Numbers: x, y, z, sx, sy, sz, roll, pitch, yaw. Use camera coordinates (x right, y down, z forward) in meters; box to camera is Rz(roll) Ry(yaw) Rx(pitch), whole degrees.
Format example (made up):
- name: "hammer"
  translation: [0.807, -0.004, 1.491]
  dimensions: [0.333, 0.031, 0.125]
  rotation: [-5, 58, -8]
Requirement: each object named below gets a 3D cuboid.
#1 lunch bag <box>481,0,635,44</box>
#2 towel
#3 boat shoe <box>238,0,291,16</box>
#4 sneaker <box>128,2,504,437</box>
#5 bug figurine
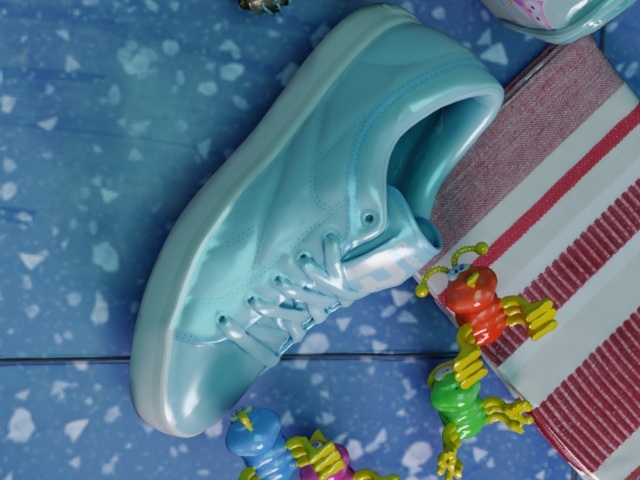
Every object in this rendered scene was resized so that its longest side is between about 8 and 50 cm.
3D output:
- name: "lunch bag"
  translation: [0.228, -0.269, 1.140]
  dimensions: [0.279, 0.224, 0.108]
  rotation: [-43, 103, 1]
- name: "towel"
  translation: [0.221, 0.023, 1.276]
  dimensions: [0.237, 0.037, 0.329]
  rotation: [-43, 108, -8]
- name: "boat shoe"
  translation: [-0.043, -0.202, 1.159]
  dimensions: [0.183, 0.066, 0.066]
  rotation: [15, 99, -7]
- name: "sneaker"
  translation: [0.000, 0.000, 1.132]
  dimensions: [0.366, 0.150, 0.135]
  rotation: [-59, 142, 0]
- name: "bug figurine"
  translation: [0.049, 0.129, 1.183]
  dimensions: [0.279, 0.072, 0.216]
  rotation: [-32, 143, -9]
